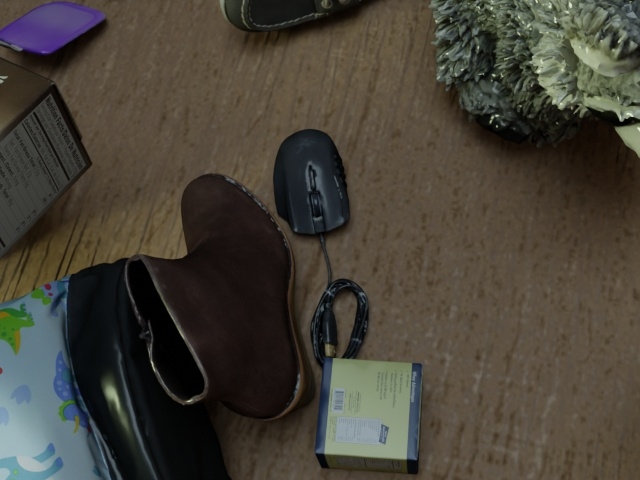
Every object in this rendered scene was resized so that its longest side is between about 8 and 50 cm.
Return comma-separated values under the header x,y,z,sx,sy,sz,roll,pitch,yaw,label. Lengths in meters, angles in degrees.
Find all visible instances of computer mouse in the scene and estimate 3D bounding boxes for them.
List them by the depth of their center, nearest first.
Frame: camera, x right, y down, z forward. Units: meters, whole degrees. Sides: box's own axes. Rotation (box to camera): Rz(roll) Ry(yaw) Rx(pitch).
x,y,z,sx,sy,sz,roll,pitch,yaw,label
0.000,0.000,0.919,0.071,0.041,0.242,-11,66,0,computer mouse

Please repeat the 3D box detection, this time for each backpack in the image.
x,y,z,sx,sy,sz,roll,pitch,yaw,label
-0.275,0.193,0.767,0.355,0.273,0.290,-22,72,10,backpack

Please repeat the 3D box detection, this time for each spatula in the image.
x,y,z,sx,sy,sz,roll,pitch,yaw,label
-0.338,-0.187,0.970,0.084,0.030,0.296,23,33,26,spatula

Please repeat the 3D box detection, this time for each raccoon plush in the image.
x,y,z,sx,sy,sz,roll,pitch,yaw,label
0.171,-0.254,0.823,0.216,0.299,0.446,-39,88,-4,raccoon plush

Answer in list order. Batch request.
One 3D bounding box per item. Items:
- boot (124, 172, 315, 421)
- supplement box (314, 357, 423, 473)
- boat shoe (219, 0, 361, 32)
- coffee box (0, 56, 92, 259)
x,y,z,sx,sy,sz,roll,pitch,yaw,label
-0.090,0.027,0.819,0.090,0.207,0.248,-31,68,14,boot
0.042,0.147,0.839,0.083,0.056,0.083,3,66,7,supplement box
0.055,-0.304,1.006,0.335,0.112,0.095,-35,51,-13,boat shoe
-0.307,-0.026,0.730,0.141,0.098,0.246,25,62,24,coffee box
